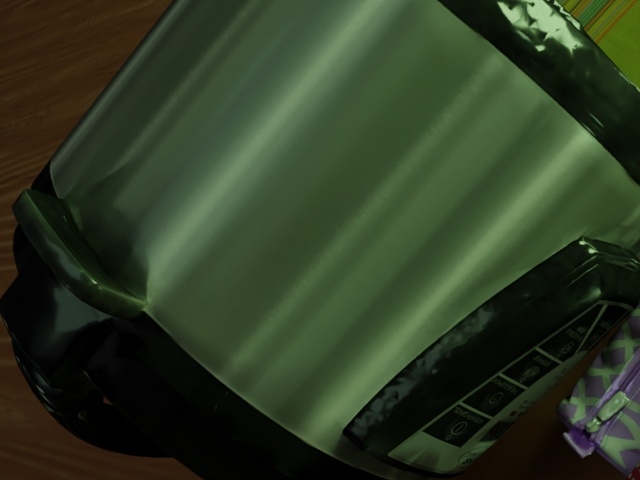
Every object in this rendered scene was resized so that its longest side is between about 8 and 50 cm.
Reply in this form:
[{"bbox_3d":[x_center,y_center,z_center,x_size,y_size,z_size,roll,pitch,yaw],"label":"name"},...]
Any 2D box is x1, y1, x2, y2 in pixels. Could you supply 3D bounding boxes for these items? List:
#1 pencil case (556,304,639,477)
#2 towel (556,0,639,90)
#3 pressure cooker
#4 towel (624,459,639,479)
[{"bbox_3d":[0.242,0.067,0.647,0.086,0.088,0.206,40,100,46],"label":"pencil case"},{"bbox_3d":[0.262,-0.155,0.782,0.102,0.021,0.237,-48,44,13],"label":"towel"},{"bbox_3d":[-0.003,-0.003,0.692,0.420,0.370,0.375,-49,17,9],"label":"pressure cooker"},{"bbox_3d":[0.283,0.133,0.522,0.275,0.031,0.199,-58,34,15],"label":"towel"}]
